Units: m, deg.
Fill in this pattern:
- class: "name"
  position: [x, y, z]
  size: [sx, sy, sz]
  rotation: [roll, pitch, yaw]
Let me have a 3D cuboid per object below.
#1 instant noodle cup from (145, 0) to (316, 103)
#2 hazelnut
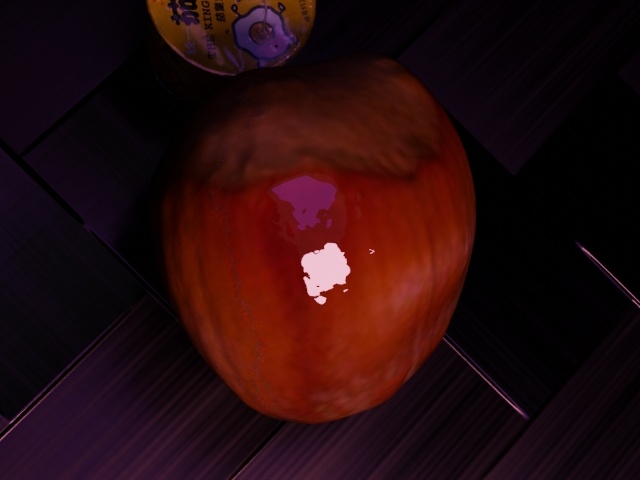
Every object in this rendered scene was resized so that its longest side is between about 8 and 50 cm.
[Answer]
- class: "instant noodle cup"
  position: [-0.110, -0.235, 1.463]
  size: [0.182, 0.144, 0.182]
  rotation: [4, 74, -15]
- class: "hazelnut"
  position: [-0.003, -0.008, 1.344]
  size: [0.366, 0.366, 0.365]
  rotation: [4, 75, -14]
